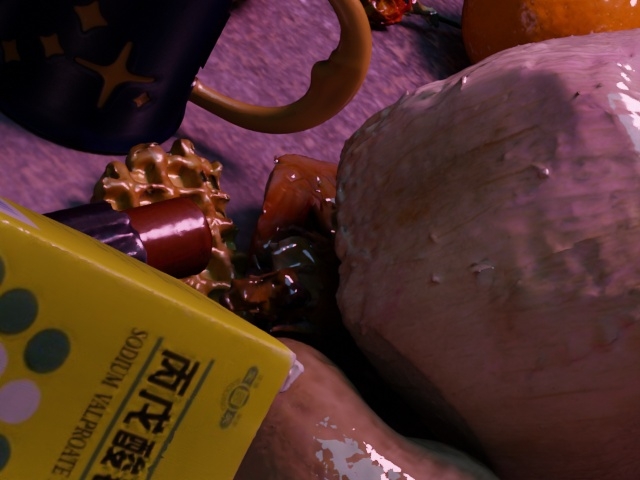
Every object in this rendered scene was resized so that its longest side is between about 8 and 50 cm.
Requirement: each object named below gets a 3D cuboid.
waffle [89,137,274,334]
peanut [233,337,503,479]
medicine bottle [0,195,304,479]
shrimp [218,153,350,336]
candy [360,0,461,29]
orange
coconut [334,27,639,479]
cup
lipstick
[{"bbox_3d":[-0.082,0.011,0.791,0.160,0.046,0.192,30,37,-6],"label":"waffle"},{"bbox_3d":[0.023,0.150,0.656,0.253,0.122,0.137,36,32,10],"label":"peanut"},{"bbox_3d":[-0.152,0.048,0.514,0.250,0.137,0.141,30,-6,-41],"label":"medicine bottle"},{"bbox_3d":[0.000,0.000,0.811,0.152,0.063,0.287,58,24,13],"label":"shrimp"},{"bbox_3d":[0.109,-0.231,1.228,0.201,0.060,0.060,10,42,-41],"label":"candy"},{"bbox_3d":[0.246,-0.221,1.189,0.219,0.193,0.219,-3,43,2],"label":"orange"},{"bbox_3d":[0.173,0.017,0.742,0.297,0.254,0.297,40,37,-39],"label":"coconut"},{"bbox_3d":[-0.090,-0.205,0.854,0.255,0.256,0.178,11,42,-31],"label":"cup"},{"bbox_3d":[-0.187,0.028,0.635,0.299,0.081,0.081,-18,60,-39],"label":"lipstick"}]
